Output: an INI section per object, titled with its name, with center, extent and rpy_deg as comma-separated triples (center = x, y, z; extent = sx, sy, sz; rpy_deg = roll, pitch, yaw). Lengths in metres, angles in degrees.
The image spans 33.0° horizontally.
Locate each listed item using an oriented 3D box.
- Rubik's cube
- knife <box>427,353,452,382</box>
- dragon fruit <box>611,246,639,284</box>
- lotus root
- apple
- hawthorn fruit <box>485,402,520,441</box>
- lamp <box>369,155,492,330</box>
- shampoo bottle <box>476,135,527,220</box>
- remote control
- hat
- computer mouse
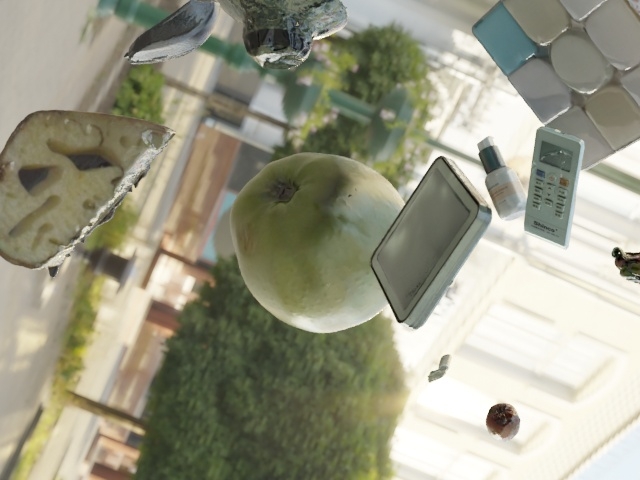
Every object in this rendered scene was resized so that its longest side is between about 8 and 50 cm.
[Rubik's cube]
center = 0.544, -0.385, 1.881
extent = 0.344, 0.346, 0.347
rpy_deg = -37, -178, -25
[knife]
center = 0.252, 0.277, 2.298
extent = 0.298, 0.047, 0.017
rpy_deg = -24, 102, -80
[dragon fruit]
center = 0.650, 0.059, 2.087
extent = 0.142, 0.175, 0.138
rpy_deg = 90, 10, -56
[lotus root]
center = -0.324, -0.081, 1.365
extent = 0.260, 0.170, 0.074
rpy_deg = -53, 174, 8
[apple]
center = 0.000, 0.000, 2.706
extent = 0.473, 0.474, 0.473
rpy_deg = -157, -90, -86
[hawthorn fruit]
center = 0.359, 0.359, 2.125
extent = 0.077, 0.077, 0.077
rpy_deg = -157, -90, -86
[lamp]
center = 0.197, -0.001, 1.983
extent = 0.266, 0.047, 0.269
rpy_deg = -59, -157, 18
[shampoo bottle]
center = 0.391, -0.138, 2.353
extent = 0.074, 0.074, 0.192
rpy_deg = 122, -50, -64
[remote control]
center = 0.281, -0.062, 1.298
extent = 0.029, 0.061, 0.162
rpy_deg = -40, 142, -40
[hat]
center = -0.081, -0.406, 2.112
extent = 0.265, 0.266, 0.128
rpy_deg = 130, -32, -75
[computer mouse]
center = -0.221, -0.313, 1.669
extent = 0.172, 0.057, 0.099
rpy_deg = -34, 180, -10
